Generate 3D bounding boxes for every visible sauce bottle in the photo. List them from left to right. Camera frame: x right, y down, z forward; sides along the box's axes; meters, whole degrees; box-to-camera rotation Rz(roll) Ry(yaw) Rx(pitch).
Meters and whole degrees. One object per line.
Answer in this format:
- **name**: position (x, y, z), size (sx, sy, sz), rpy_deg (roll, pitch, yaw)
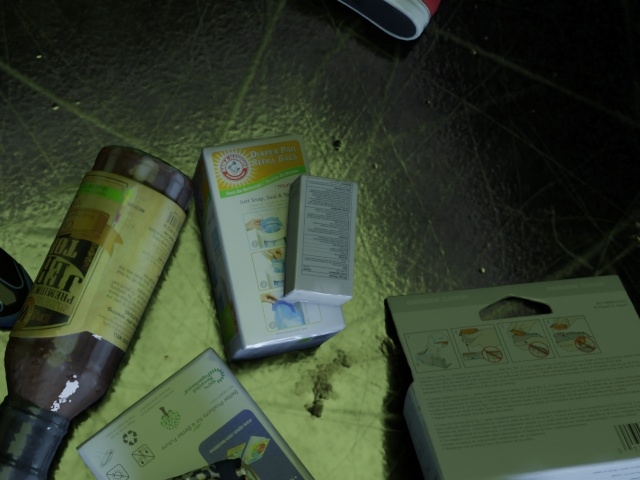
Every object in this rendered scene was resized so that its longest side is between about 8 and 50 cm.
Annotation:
- **sauce bottle**: position (-0.232, 0.077, 1.085), size (0.111, 0.111, 0.344), rpy_deg (22, 72, -3)

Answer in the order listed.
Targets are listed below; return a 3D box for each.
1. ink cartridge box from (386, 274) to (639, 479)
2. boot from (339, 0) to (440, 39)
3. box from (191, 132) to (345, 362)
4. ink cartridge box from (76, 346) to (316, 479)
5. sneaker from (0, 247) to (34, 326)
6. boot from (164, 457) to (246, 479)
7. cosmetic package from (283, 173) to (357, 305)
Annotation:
- **ink cartridge box**: position (0.219, 0.150, 1.153), size (0.275, 0.060, 0.239), rpy_deg (-5, 44, -11)
- **boot**: position (0.049, -0.360, 1.257), size (0.244, 0.088, 0.176), rpy_deg (33, 73, -9)
- **box**: position (-0.056, 0.008, 1.128), size (0.103, 0.114, 0.203), rpy_deg (-10, 79, -14)
- **ink cartridge box**: position (-0.071, 0.282, 1.086), size (0.165, 0.065, 0.332), rpy_deg (-36, 83, -16)
- **sneaker**: position (-0.379, 0.002, 1.090), size (0.232, 0.090, 0.081), rpy_deg (33, 73, 0)
- **boot**: position (-0.039, 0.277, 1.017), size (0.236, 0.085, 0.178), rpy_deg (-15, 76, -11)
- **cosmetic package**: position (0.000, 0.000, 1.061), size (0.060, 0.041, 0.115), rpy_deg (9, 73, -15)
